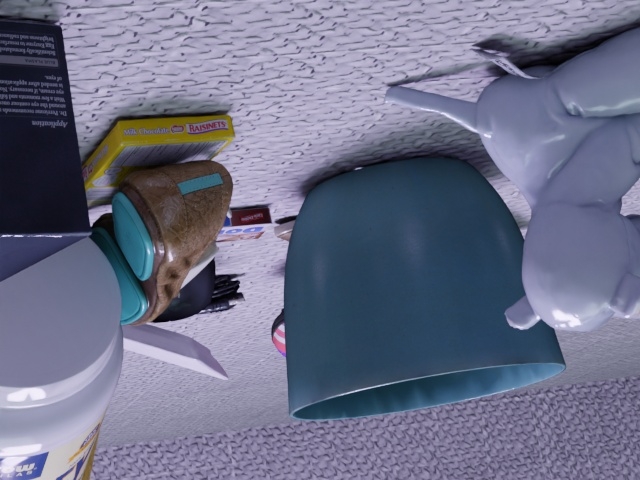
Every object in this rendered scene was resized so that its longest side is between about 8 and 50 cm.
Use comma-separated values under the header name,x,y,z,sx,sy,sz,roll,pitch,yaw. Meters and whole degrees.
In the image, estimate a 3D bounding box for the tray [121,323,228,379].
name,x,y,z,sx,sy,sz,roll,pitch,yaw
tray,-0.248,0.109,2.059,0.270,0.030,0.145,15,171,16

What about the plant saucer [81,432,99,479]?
name,x,y,z,sx,sy,sz,roll,pitch,yaw
plant saucer,-0.471,0.261,2.359,0.332,0.333,0.081,-12,126,12

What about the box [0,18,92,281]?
name,x,y,z,sx,sy,sz,roll,pitch,yaw
box,-0.249,-0.058,1.209,0.093,0.158,0.156,0,165,-39

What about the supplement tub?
name,x,y,z,sx,sy,sz,roll,pitch,yaw
supplement tub,-0.319,0.140,1.627,0.235,0.235,0.325,-4,146,-23

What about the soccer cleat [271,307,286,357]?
name,x,y,z,sx,sy,sz,roll,pitch,yaw
soccer cleat,0.035,0.120,2.094,0.108,0.116,0.318,-1,164,-32

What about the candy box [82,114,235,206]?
name,x,y,z,sx,sy,sz,roll,pitch,yaw
candy box,-0.160,-0.070,1.541,0.105,0.027,0.206,-7,169,-24

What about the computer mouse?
name,x,y,z,sx,sy,sz,roll,pitch,yaw
computer mouse,-0.182,0.070,2.069,0.188,0.072,0.272,-8,168,-6

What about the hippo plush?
name,x,y,z,sx,sy,sz,roll,pitch,yaw
hippo plush,0.254,-0.045,1.480,0.294,0.237,0.234,2,164,-44

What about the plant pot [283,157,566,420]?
name,x,y,z,sx,sy,sz,roll,pitch,yaw
plant pot,0.094,0.048,1.792,0.293,0.235,0.293,-9,168,-2

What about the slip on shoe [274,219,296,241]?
name,x,y,z,sx,sy,sz,roll,pitch,yaw
slip on shoe,0.000,0.000,1.960,0.051,0.041,0.135,-18,166,34

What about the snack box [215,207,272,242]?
name,x,y,z,sx,sy,sz,roll,pitch,yaw
snack box,-0.146,-0.011,1.837,0.178,0.022,0.064,-5,166,-18

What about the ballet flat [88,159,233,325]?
name,x,y,z,sx,sy,sz,roll,pitch,yaw
ballet flat,-0.148,-0.003,1.599,0.124,0.116,0.342,-26,171,-20
